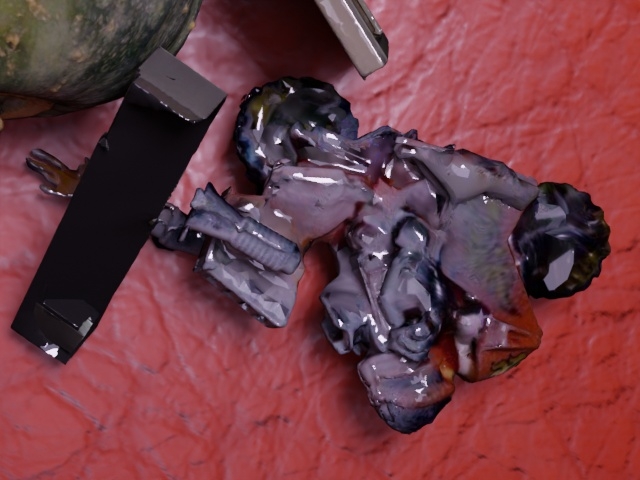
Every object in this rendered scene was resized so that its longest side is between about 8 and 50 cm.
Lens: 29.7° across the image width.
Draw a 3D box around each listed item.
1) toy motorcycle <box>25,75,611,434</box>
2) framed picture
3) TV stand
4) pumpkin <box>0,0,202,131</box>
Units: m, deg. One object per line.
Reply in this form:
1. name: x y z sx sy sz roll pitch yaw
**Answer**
1. toy motorcycle: 0.000 0.000 0.818 0.401 0.134 0.207 22 81 -14
2. framed picture: -0.046 -0.246 0.750 0.024 0.232 0.315 -32 98 9
3. TV stand: -0.129 -0.012 0.736 0.049 0.256 0.040 35 45 -2
4. pumpkin: -0.234 -0.183 0.676 0.327 0.291 0.257 -13 87 -23
